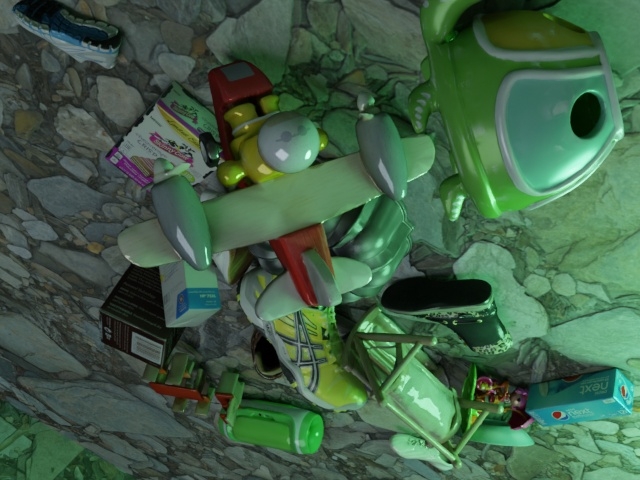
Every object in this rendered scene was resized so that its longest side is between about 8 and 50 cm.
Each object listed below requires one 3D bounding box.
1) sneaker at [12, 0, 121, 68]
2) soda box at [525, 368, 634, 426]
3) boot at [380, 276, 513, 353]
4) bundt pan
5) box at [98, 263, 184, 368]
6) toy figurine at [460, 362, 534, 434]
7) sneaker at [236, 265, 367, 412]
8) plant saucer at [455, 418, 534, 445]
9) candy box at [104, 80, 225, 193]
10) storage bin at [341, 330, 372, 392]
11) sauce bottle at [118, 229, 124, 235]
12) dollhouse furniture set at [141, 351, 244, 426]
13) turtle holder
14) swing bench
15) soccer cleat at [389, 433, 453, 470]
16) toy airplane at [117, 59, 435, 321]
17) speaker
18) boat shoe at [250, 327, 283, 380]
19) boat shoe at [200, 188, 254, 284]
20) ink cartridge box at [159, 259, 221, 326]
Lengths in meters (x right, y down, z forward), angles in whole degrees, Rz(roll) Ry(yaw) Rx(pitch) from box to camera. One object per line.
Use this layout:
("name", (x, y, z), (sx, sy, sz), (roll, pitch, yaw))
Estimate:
("sneaker", (-0.430, -0.342, 1.202), (0.191, 0.071, 0.083), (25, 149, 0))
("soda box", (0.534, 0.329, 1.475), (0.067, 0.071, 0.210), (42, 140, -20))
("boot", (0.253, 0.156, 1.415), (0.236, 0.085, 0.178), (-4, 138, 35))
("bundt pan", (0.000, 0.000, 1.332), (0.331, 0.124, 0.330), (16, 143, 13))
("box", (-0.399, 0.160, 1.682), (0.167, 0.203, 0.168), (24, 143, 1))
("toy figurine", (0.404, 0.357, 1.580), (0.159, 0.130, 0.173), (6, 116, 3))
("sneaker", (-0.018, 0.207, 1.517), (0.147, 0.145, 0.384), (-35, 98, 31))
("plant saucer", (0.403, 0.445, 1.670), (0.195, 0.037, 0.195), (6, 175, 1))
("candy box", (-0.279, -0.171, 1.322), (0.159, 0.071, 0.233), (40, 140, -19))
("storage bin", (0.107, 0.283, 1.644), (0.135, 0.091, 0.098), (33, 142, -13))
("sauce bottle", (-0.403, 0.010, 1.636), (0.128, 0.042, 0.042), (18, 143, 6))
("dollhouse furniture set", (-0.360, 0.437, 2.025), (0.259, 0.135, 0.262), (5, 148, 14))
("turtle holder", (0.243, -0.197, 0.902), (0.227, 0.243, 0.320), (-14, 90, 21))
("swing bench", (0.192, 0.295, 1.471), (0.253, 0.165, 0.255), (44, 172, -24))
("soccer cleat", (0.280, 0.565, 1.918), (0.196, 0.068, 0.076), (25, 139, -12))
("toy airplane", (-0.054, -0.075, 1.050), (0.384, 0.386, 0.272), (24, 156, 0))
("speaker", (-0.146, 0.540, 2.072), (0.297, 0.131, 0.131), (3, 138, 27))
("boat shoe", (-0.123, 0.272, 1.731), (0.123, 0.123, 0.342), (24, 143, 1))
("boat shoe", (-0.196, -0.012, 1.459), (0.096, 0.098, 0.277), (29, 147, 17))
("ink cartridge box", (-0.291, 0.060, 1.542), (0.078, 0.231, 0.134), (3, 156, -34))
